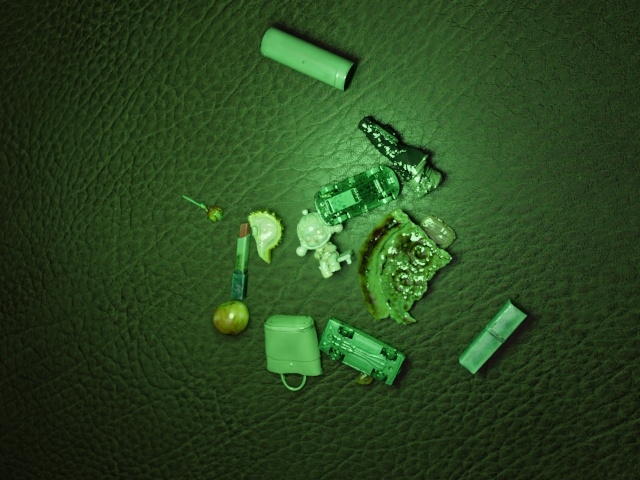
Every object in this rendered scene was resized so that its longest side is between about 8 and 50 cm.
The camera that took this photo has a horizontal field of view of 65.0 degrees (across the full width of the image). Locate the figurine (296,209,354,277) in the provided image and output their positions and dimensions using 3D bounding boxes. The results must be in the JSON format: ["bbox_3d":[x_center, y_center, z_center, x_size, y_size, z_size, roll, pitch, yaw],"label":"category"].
[{"bbox_3d":[0.008,-0.005,1.858,0.181,0.144,0.257,-25,95,38],"label":"figurine"}]

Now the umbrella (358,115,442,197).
[{"bbox_3d":[0.268,-0.301,1.740,0.113,0.106,0.358,-44,83,-2],"label":"umbrella"}]

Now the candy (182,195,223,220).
[{"bbox_3d":[-0.475,-0.137,2.011,0.200,0.060,0.061,28,106,17],"label":"candy"}]

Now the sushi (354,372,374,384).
[{"bbox_3d":[0.176,0.528,1.943,0.099,0.047,0.050,-32,102,1],"label":"sushi"}]

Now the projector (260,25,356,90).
[{"bbox_3d":[-0.043,-0.639,1.768,0.337,0.108,0.108,27,105,9],"label":"projector"}]

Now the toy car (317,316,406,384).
[{"bbox_3d":[0.157,0.412,1.899,0.320,0.097,0.142,25,104,11],"label":"toy car"}]

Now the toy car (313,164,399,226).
[{"bbox_3d":[0.128,-0.157,1.797,0.305,0.125,0.136,-24,88,-4],"label":"toy car"}]

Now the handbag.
[{"bbox_3d":[-0.110,0.450,2.005,0.241,0.109,0.316,1,113,16],"label":"handbag"}]

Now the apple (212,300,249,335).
[{"bbox_3d":[-0.355,0.313,2.004,0.146,0.146,0.147,3,100,15],"label":"apple"}]

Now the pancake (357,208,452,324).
[{"bbox_3d":[0.267,0.115,1.813,0.304,0.067,0.427,31,114,14],"label":"pancake"}]

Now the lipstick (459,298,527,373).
[{"bbox_3d":[0.604,0.342,1.774,0.076,0.077,0.290,38,108,6],"label":"lipstick"}]

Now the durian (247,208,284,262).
[{"bbox_3d":[-0.205,-0.022,1.940,0.140,0.078,0.225,0,110,3],"label":"durian"}]

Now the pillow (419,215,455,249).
[{"bbox_3d":[0.377,0.019,1.806,0.135,0.034,0.211,42,106,11],"label":"pillow"}]

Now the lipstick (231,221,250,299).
[{"bbox_3d":[-0.313,0.076,1.996,0.051,0.051,0.313,9,101,16],"label":"lipstick"}]
